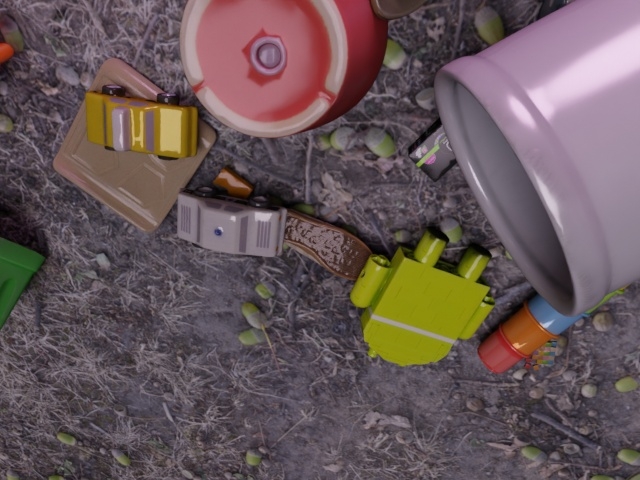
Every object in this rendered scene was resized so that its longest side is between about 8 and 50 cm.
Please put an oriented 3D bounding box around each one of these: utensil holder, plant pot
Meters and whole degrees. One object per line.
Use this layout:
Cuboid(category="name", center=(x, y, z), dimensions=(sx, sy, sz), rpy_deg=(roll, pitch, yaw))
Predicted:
Cuboid(category="utensil holder", center=(0.379, -0.141, 0.605), dimensions=(0.385, 0.327, 0.327), rpy_deg=(-27, 109, 7))
Cuboid(category="plant pot", center=(-0.047, -0.258, 0.688), dimensions=(0.275, 0.243, 0.275), rpy_deg=(3, 116, 7))

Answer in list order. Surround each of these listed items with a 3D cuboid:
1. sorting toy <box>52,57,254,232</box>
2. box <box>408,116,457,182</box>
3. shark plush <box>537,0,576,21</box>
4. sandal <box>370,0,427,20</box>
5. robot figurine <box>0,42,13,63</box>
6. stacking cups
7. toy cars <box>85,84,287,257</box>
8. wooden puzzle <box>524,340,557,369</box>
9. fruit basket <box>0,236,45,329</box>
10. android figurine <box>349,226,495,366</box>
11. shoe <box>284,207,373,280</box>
Cuboid(category="sorting toy", center=(-0.279, -0.128, 0.906), dimensions=(0.307, 0.041, 0.229), rpy_deg=(36, 111, -9))
Cuboid(category="box", center=(0.185, -0.144, 0.812), dimensions=(0.062, 0.052, 0.083), rpy_deg=(41, 114, -11))
Cuboid(category="shark plush", center=(0.306, -0.335, 0.701), dimensions=(0.067, 0.073, 0.161), rpy_deg=(-1, 125, 43))
Cuboid(category="sandal", center=(0.142, -0.340, 0.679), dimensions=(0.180, 0.049, 0.072), rpy_deg=(-23, 105, -18))
Cuboid(category="robot figurine", center=(-0.603, -0.297, 0.824), dimensions=(0.219, 0.158, 0.128), rpy_deg=(-2, 76, 10))
Cuboid(category="stacking cups", center=(0.397, 0.116, 0.878), dimensions=(0.096, 0.096, 0.316), rpy_deg=(35, 115, -8))
Cuboid(category="toy cars", center=(-0.222, -0.099, 0.826), dimensions=(0.176, 0.087, 0.393), rpy_deg=(-38, 99, 23))
Cuboid(category="wooden puzzle", center=(0.407, 0.207, 0.971), dimensions=(0.049, 0.006, 0.083), rpy_deg=(2, 116, 8))
Cuboid(category="fruit basket", center=(-0.725, -0.031, 0.943), dimensions=(0.392, 0.283, 0.392), rpy_deg=(-2, 72, 6))
Cuboid(category="android figurine", center=(0.174, 0.112, 0.912), dimensions=(0.248, 0.056, 0.273), rpy_deg=(17, 116, -14))
Cuboid(category="shoe", center=(0.000, 0.000, 0.915), dimensions=(0.219, 0.058, 0.076), rpy_deg=(29, 97, -9))
